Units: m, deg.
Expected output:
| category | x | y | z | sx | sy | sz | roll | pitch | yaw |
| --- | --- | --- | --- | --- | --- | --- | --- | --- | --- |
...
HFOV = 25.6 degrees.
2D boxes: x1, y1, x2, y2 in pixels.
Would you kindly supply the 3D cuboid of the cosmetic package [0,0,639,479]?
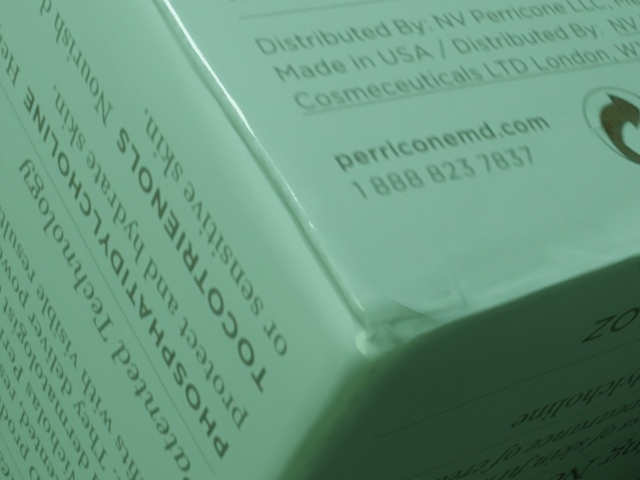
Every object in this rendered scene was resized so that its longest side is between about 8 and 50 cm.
| category | x | y | z | sx | sy | sz | roll | pitch | yaw |
| --- | --- | --- | --- | --- | --- | --- | --- | --- | --- |
| cosmetic package | 0.000 | 0.000 | 0.675 | 0.327 | 0.329 | 0.393 | 57 | 141 | 26 |
